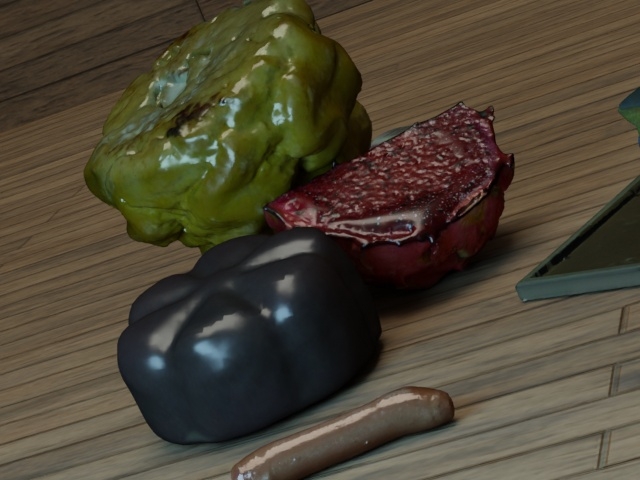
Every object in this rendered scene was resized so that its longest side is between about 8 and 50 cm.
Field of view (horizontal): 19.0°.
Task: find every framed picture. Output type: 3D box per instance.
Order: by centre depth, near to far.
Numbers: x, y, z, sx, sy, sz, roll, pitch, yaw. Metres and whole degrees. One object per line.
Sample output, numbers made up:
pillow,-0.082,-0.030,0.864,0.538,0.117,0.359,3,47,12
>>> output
framed picture,0.350,-0.032,1.767,0.232,0.024,0.315,-9,18,42

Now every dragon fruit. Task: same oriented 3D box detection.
dragon fruit,0.089,-0.026,1.908,0.262,0.163,0.189,-31,-18,-19

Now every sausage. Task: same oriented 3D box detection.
sausage,0.017,0.158,1.527,0.186,0.043,0.043,-22,14,0

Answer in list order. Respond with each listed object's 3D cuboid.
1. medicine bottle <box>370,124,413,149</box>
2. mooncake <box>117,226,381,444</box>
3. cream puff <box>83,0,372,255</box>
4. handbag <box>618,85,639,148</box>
medicine bottle,0.094,-0.093,2.267,0.118,0.074,0.055,-7,21,49
mooncake,-0.066,0.086,1.751,0.245,0.133,0.245,-23,21,9
cream puff,-0.069,-0.087,2.012,0.324,0.257,0.291,-18,37,43
handbag,0.362,-0.040,1.333,0.222,0.241,0.263,-10,17,42
